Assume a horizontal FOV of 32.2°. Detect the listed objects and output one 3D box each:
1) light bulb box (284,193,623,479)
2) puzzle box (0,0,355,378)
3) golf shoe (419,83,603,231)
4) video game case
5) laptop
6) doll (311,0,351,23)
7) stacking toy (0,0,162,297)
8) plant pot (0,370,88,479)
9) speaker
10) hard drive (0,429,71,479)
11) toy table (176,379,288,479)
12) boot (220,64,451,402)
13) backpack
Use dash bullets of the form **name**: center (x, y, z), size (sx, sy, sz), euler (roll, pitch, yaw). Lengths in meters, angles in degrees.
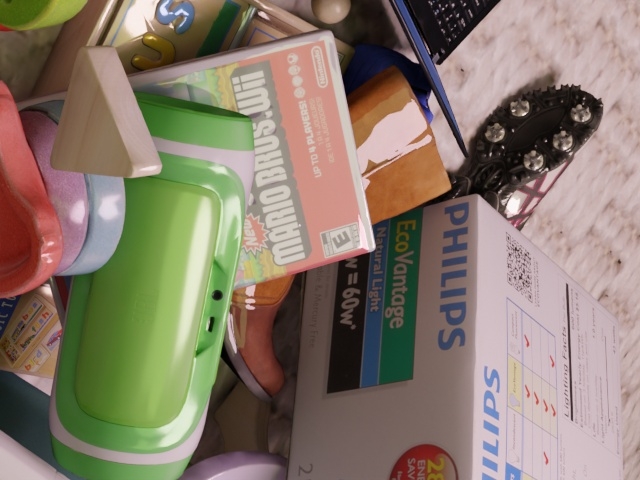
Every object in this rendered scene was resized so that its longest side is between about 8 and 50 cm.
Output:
- **light bulb box**: center (0.158, 0.197, 1.201), size (0.361, 0.225, 0.357), euler (35, 51, -44)
- **puzzle box**: center (-0.161, -0.053, 1.032), size (0.272, 0.052, 0.408), euler (19, 102, -43)
- **golf shoe**: center (0.224, -0.073, 1.316), size (0.273, 0.105, 0.120), euler (-43, 149, -3)
- **video game case**: center (-0.105, -0.050, 0.952), size (0.285, 0.025, 0.204), euler (-16, 107, -12)
- **laptop**: center (0.135, -0.263, 1.066), size (0.264, 0.137, 0.234), euler (-47, 133, -16)
- **doll**: center (-0.025, -0.267, 0.985), size (0.189, 0.129, 0.046), euler (55, 38, -37)
- **stacking toy**: center (-0.181, -0.129, 0.770), size (0.130, 0.280, 0.308), euler (-13, 86, -46)
- **plant pot**: center (-0.250, 0.240, 0.974), size (0.234, 0.165, 0.165), euler (28, 96, -7)
- **speaker**: center (-0.134, 0.037, 0.883), size (0.131, 0.131, 0.296), euler (4, 102, -40)
- **hard drive**: center (-0.389, 0.187, 0.846), size (0.353, 0.047, 0.233), euler (39, 94, -11)
- **toy table**: center (-0.107, 0.277, 1.191), size (0.252, 0.161, 0.274), euler (-44, 135, -11)
- **boot**: center (0.000, 0.000, 1.086), size (0.280, 0.096, 0.264), euler (-30, 117, -15)
- **backpack**: center (0.065, -0.133, 1.135), size (0.098, 0.101, 0.120), euler (10, 105, -50)
